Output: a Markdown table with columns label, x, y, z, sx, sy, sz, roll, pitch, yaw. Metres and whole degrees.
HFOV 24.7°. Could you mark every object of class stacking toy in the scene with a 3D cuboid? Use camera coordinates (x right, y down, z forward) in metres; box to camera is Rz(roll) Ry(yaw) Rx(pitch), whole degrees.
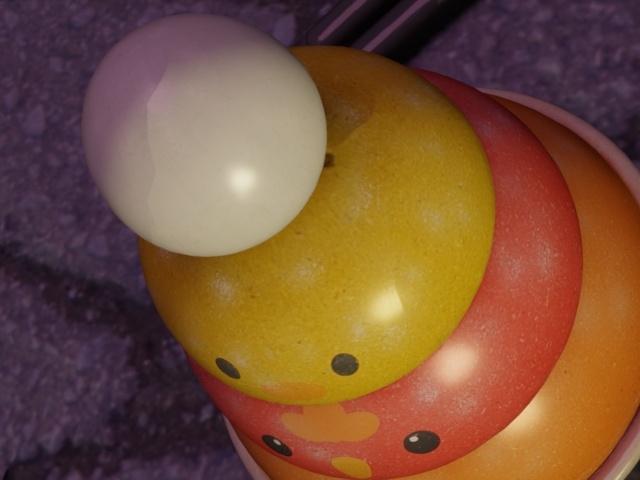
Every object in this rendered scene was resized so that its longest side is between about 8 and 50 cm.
| label | x | y | z | sx | sy | sz | roll | pitch | yaw |
| --- | --- | --- | --- | --- | --- | --- | --- | --- | --- |
| stacking toy | 0.000 | 0.000 | 0.866 | 0.351 | 0.480 | 0.350 | -8 | 70 | 23 |

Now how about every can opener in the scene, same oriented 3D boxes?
| label | x | y | z | sx | sy | sz | roll | pitch | yaw |
| --- | --- | --- | --- | --- | --- | --- | --- | --- | --- |
| can opener | 0.100 | -0.230 | 1.124 | 0.280 | 0.093 | 0.074 | -43 | 62 | 12 |
